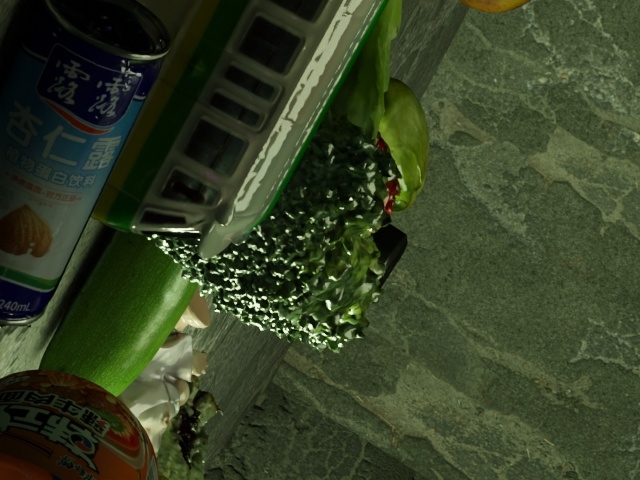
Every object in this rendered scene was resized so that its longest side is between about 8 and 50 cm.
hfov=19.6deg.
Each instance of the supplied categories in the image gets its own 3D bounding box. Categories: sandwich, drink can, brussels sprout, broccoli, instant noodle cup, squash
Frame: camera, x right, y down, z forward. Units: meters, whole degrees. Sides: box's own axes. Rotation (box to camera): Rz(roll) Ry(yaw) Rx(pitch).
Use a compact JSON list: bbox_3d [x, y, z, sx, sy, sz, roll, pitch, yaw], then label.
[{"bbox_3d":[-0.204,0.253,2.263,0.254,0.100,0.288,-48,-158,-27],"label":"sandwich"},{"bbox_3d":[-0.190,-0.057,1.278,0.235,0.097,0.097,-60,175,27],"label":"drink can"},{"bbox_3d":[0.082,-0.142,2.713,0.161,0.223,0.223,-20,176,4],"label":"brussels sprout"},{"bbox_3d":[-0.007,-0.106,1.660,0.397,0.274,0.353,-64,-159,8],"label":"broccoli"},{"bbox_3d":[-0.259,0.244,1.630,0.250,0.250,0.192,-61,-178,27],"label":"instant noodle cup"},{"bbox_3d":[-0.166,0.015,1.856,0.395,0.107,0.107,-61,174,10],"label":"squash"}]

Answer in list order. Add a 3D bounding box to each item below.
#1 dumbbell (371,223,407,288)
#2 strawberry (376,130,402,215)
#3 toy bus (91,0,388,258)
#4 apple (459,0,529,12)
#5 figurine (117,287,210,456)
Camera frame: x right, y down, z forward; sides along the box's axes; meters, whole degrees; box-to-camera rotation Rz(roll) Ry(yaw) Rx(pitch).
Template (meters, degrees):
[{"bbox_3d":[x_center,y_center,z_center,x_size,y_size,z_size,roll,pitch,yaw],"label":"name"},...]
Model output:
[{"bbox_3d":[0.000,0.000,2.691,0.152,0.218,0.152,-56,174,-9],"label":"dumbbell"},{"bbox_3d":[-0.022,-0.065,2.411,0.244,0.205,0.205,-36,170,-11],"label":"strawberry"},{"bbox_3d":[-0.075,-0.136,1.423,0.305,0.179,0.143,-60,175,14],"label":"toy bus"},{"bbox_3d":[0.250,-0.429,2.642,0.211,0.211,0.188,-61,-178,19],"label":"apple"},{"bbox_3d":[-0.214,0.155,2.088,0.276,0.133,0.200,-65,161,13],"label":"figurine"}]
